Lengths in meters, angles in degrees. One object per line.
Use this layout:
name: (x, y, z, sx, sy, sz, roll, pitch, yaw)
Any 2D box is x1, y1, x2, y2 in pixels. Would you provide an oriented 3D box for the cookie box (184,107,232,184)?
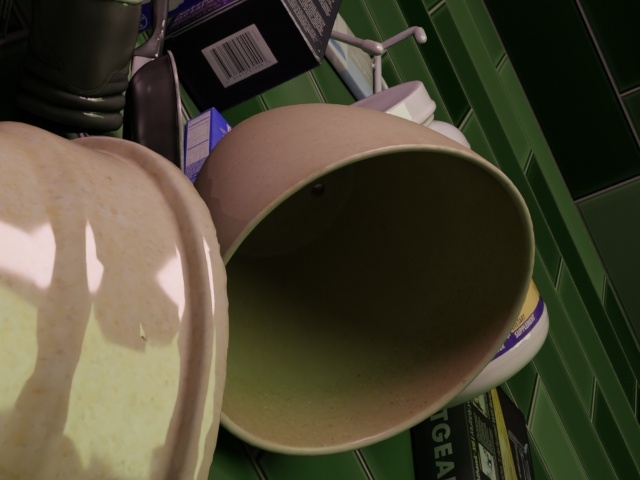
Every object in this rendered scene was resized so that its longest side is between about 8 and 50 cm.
cookie box: (-0.103, -0.070, 1.267, 0.092, 0.040, 0.107, 48, 29, -41)

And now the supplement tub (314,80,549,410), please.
supplement tub: (0.098, 0.008, 1.400, 0.331, 0.241, 0.241, 63, 22, -13)

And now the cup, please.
cup: (0.000, 0.000, 1.138, 0.331, 0.331, 0.237, 48, 4, -42)

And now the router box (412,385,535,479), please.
router box: (0.211, 0.315, 1.589, 0.243, 0.081, 0.309, 48, 28, -41)

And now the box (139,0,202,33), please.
box: (-0.171, -0.299, 1.215, 0.137, 0.126, 0.072, 55, 26, -29)

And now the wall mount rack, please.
wall mount rack: (0.077, -0.281, 1.789, 0.350, 0.130, 0.304, 49, 28, -39)

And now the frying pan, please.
frying pan: (-0.146, -0.130, 1.054, 0.197, 0.053, 0.326, 150, -63, -75)

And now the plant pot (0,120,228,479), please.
plant pot: (-0.260, 0.040, 0.463, 0.305, 0.334, 0.334, 32, 39, -38)

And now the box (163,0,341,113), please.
box: (-0.074, -0.252, 1.368, 0.108, 0.153, 0.207, 57, 22, -25)

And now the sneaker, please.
sneaker: (-0.217, -0.176, 1.045, 0.104, 0.147, 0.296, 13, 14, -18)

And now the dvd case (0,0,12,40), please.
dvd case: (-0.260, -0.230, 0.971, 0.013, 0.119, 0.087, -4, 68, -24)
